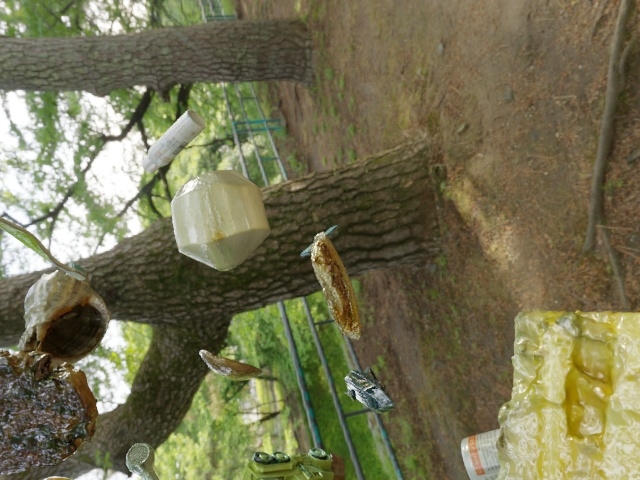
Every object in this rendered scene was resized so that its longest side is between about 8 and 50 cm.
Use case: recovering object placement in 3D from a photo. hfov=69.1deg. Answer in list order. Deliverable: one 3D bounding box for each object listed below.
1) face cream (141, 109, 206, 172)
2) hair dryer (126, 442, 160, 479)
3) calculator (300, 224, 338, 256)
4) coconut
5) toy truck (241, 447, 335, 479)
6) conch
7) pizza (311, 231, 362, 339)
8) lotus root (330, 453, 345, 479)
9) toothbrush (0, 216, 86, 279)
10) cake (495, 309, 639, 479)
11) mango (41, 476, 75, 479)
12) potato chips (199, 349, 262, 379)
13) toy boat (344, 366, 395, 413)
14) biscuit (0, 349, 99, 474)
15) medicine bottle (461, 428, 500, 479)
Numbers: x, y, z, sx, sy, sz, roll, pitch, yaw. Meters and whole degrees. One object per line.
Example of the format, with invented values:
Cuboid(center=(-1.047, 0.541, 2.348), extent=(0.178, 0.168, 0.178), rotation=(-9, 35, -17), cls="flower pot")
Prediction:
Cuboid(center=(-0.501, -0.325, 1.564), extent=(0.082, 0.269, 0.082), rotation=(42, -156, -25), cls="face cream")
Cuboid(center=(-0.466, 0.708, 1.323), extent=(0.237, 0.075, 0.206), rotation=(44, 145, 29), cls="hair dryer")
Cuboid(center=(0.000, 0.000, 1.591), extent=(0.057, 0.172, 0.018), rotation=(-17, 111, 50), cls="calculator")
Cuboid(center=(-0.312, -0.056, 1.466), extent=(0.323, 0.324, 0.322), rotation=(172, 90, -77), cls="coconut")
Cuboid(center=(-0.067, 0.612, 1.159), extent=(0.135, 0.260, 0.128), rotation=(16, 90, 48), cls="toy truck")
Cuboid(center=(-0.690, 0.210, 1.243), extent=(0.159, 0.210, 0.291), rotation=(-11, 53, 53), cls="conch")
Cuboid(center=(0.038, 0.108, 1.124), extent=(0.134, 0.056, 0.270), rotation=(25, -133, -65), cls="pizza")
Cuboid(center=(0.011, 0.794, 1.374), extent=(0.170, 0.075, 0.260), rotation=(-155, 89, -84), cls="lotus root")
Cuboid(center=(-0.430, -0.005, 0.664), extent=(0.263, 0.022, 0.026), rotation=(59, -172, -56), cls="toothbrush")
Cuboid(center=(0.367, 0.191, 0.478), extent=(0.286, 0.228, 0.222), rotation=(-3, 76, 47), cls="cake")
Cuboid(center=(-0.529, 0.675, 1.012), extent=(0.359, 0.144, 0.187), rotation=(47, -160, 14), cls="mango")
Cuboid(center=(-0.232, 0.330, 1.195), extent=(0.201, 0.150, 0.049), rotation=(73, -148, -69), cls="potato chips")
Cuboid(center=(0.146, 0.421, 1.296), extent=(0.092, 0.103, 0.246), rotation=(57, 163, -6), cls="toy boat")
Cuboid(center=(-0.638, 0.350, 0.971), extent=(0.081, 0.335, 0.289), rotation=(-115, 23, -72), cls="biscuit")
Cuboid(center=(0.529, 0.585, 1.273), extent=(0.144, 0.252, 0.144), rotation=(52, -157, -33), cls="medicine bottle")
